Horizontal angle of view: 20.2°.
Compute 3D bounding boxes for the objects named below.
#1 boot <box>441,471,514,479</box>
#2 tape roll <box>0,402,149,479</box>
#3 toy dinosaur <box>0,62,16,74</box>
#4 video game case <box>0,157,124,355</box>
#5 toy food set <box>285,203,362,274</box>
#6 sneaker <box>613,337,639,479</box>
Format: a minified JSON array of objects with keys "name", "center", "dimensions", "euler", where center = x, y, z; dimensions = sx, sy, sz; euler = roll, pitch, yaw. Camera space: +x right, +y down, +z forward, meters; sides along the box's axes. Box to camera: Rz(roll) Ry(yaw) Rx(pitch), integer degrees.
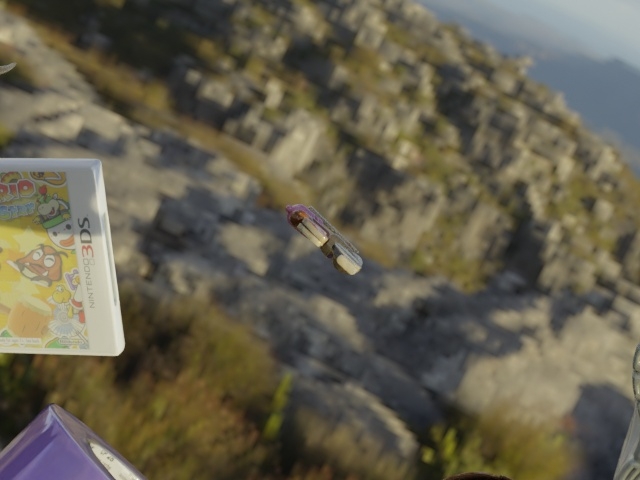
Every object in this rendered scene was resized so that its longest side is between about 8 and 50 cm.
[{"name":"boot","center":[0.178,0.296,1.791],"dimensions":[0.220,0.109,0.283],"euler":[28,-17,-39]},{"name":"tape roll","center":[-0.111,0.184,1.001],"dimensions":[0.189,0.080,0.189],"euler":[43,-5,4]},{"name":"toy dinosaur","center":[-0.369,-0.144,1.652],"dimensions":[0.183,0.092,0.053],"euler":[1,-19,-15]},{"name":"video game case","center":[-0.316,0.017,1.790],"dimensions":[0.227,0.206,0.026],"euler":[1,23,13]},{"name":"toy food set","center":[0.000,0.000,1.417],"dimensions":[0.078,0.019,0.122],"euler":[44,6,2]},{"name":"sneaker","center":[0.269,0.113,1.297],"dimensions":[0.111,0.297,0.129],"euler":[21,26,7]}]
